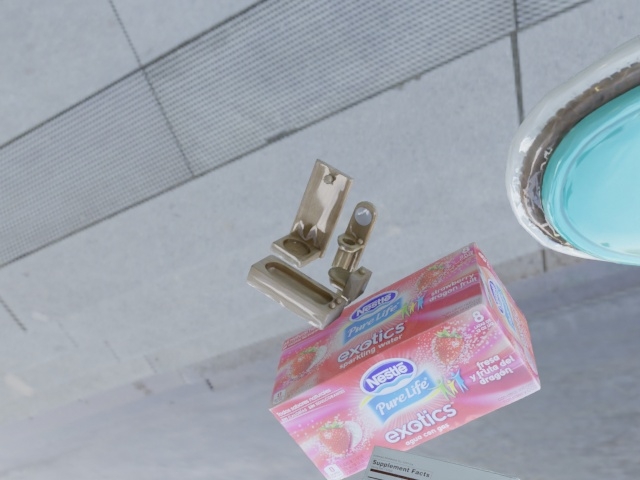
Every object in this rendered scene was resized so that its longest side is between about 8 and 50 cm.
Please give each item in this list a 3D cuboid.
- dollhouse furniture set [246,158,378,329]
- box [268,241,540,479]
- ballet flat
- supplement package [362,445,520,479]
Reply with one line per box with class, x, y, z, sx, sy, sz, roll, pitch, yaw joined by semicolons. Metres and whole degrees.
dollhouse furniture set;0.000;0.000;1.129;0.144;0.151;0.123;31;119;18
box;0.102;0.152;1.145;0.300;0.154;0.142;-29;112;20
ballet flat;0.264;-0.082;0.433;0.400;0.139;0.139;-12;140;-5
supplement package;0.115;0.331;0.847;0.149;0.203;0.194;5;150;34
